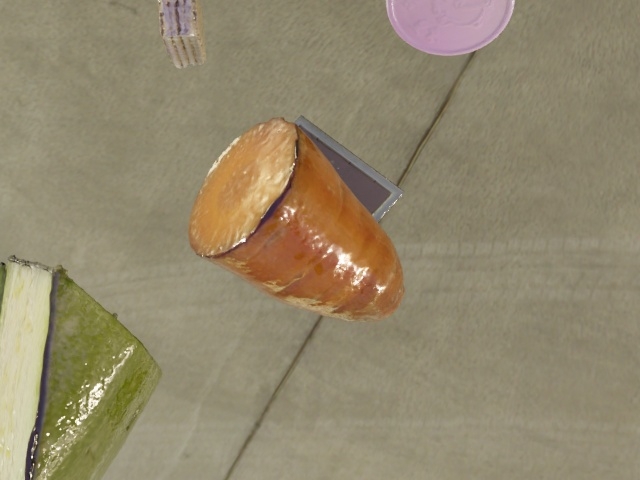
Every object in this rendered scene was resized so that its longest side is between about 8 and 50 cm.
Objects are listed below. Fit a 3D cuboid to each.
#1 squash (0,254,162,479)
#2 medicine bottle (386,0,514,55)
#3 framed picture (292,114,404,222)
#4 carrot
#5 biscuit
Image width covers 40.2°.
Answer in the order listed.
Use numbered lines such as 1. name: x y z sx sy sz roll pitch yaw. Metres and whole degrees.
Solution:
1. squash: -0.141 0.103 0.501 0.085 0.192 0.184 5 89 -26
2. medicine bottle: 0.213 -0.470 1.428 0.202 0.315 0.202 6 138 5
3. framed picture: -0.013 -0.085 1.611 0.273 0.016 0.216 40 83 25
4. carrot: 0.000 0.000 0.882 0.225 0.159 0.159 35 122 -26
5. biscuit: -0.213 -0.343 1.356 0.062 0.239 0.108 -4 91 -6
